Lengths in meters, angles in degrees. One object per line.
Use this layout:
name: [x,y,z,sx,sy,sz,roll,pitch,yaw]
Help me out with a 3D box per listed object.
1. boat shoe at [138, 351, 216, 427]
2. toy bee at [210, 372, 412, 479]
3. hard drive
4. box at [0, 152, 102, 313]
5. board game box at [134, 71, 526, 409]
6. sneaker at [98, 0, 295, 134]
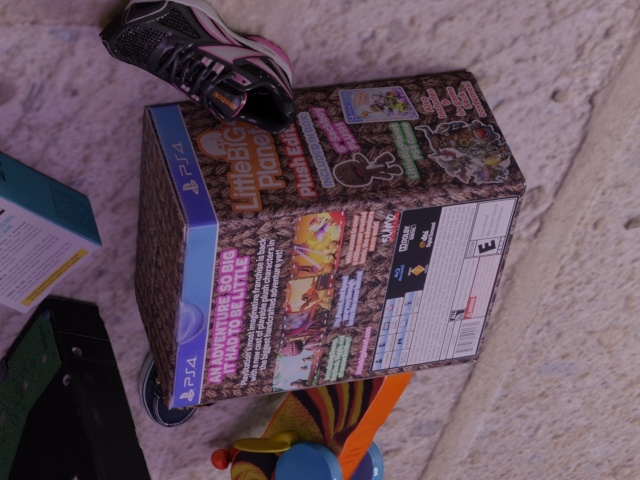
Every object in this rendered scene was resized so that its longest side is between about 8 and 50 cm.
boat shoe: [-0.126,0.135,1.715,0.065,0.083,0.183,-5,140,-18]
toy bee: [-0.033,0.215,1.811,0.298,0.162,0.195,-60,152,-2]
hard drive: [-0.230,0.250,1.602,0.064,0.339,0.237,12,129,-36]
box: [-0.299,-0.029,1.474,0.100,0.060,0.244,-40,137,20]
board game box: [0.000,0.000,1.574,0.291,0.141,0.232,-7,138,-16]
sneaker: [-0.084,-0.134,1.438,0.178,0.077,0.072,15,127,-34]
